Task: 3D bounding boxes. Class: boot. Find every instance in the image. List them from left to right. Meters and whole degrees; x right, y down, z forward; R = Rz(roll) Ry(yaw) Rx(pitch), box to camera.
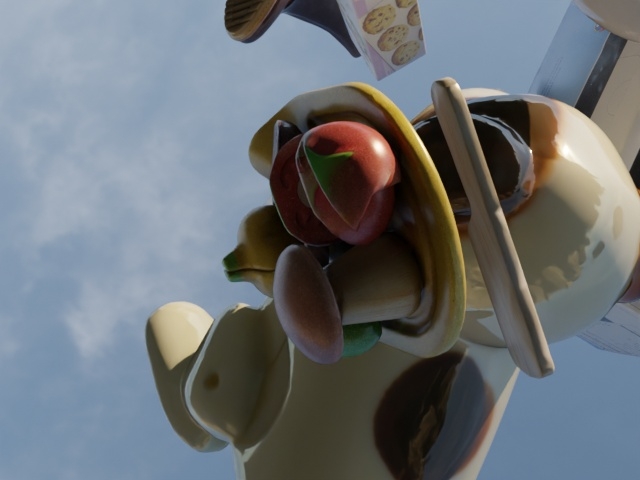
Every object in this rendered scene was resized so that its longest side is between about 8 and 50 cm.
[{"bbox_3d":[-0.001,-0.297,1.269,0.090,0.207,0.249,7,-119,43],"label":"boot"}]

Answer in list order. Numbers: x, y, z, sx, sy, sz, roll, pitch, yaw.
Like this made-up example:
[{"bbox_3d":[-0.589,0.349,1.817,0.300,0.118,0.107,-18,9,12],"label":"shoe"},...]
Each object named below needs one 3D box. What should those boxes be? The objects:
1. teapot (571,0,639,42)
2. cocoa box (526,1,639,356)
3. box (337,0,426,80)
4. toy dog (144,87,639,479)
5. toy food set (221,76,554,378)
[{"bbox_3d":[0.216,-0.260,0.614,0.256,0.187,0.253,-16,-134,47],"label":"teapot"},{"bbox_3d":[0.334,-0.076,1.018,0.347,0.231,0.228,-63,-162,-9],"label":"cocoa box"},{"bbox_3d":[0.048,-0.236,0.939,0.067,0.324,0.063,-31,-103,2],"label":"box"},{"bbox_3d":[0.068,0.055,0.802,0.408,0.284,0.395,-53,-158,26],"label":"toy dog"},{"bbox_3d":[0.000,0.000,0.445,0.071,0.218,0.128,-19,-81,-19],"label":"toy food set"}]
